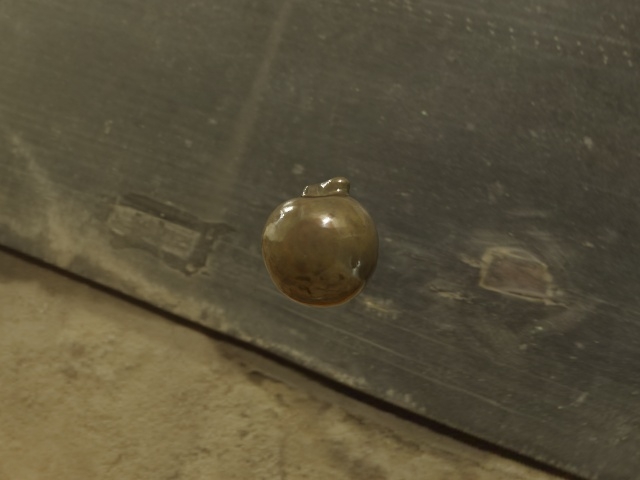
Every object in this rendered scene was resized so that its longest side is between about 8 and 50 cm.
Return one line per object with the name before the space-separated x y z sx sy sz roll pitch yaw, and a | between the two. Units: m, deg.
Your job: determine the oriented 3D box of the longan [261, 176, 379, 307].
longan | 0.000 0.000 0.861 0.106 0.106 0.119 0 72 24
